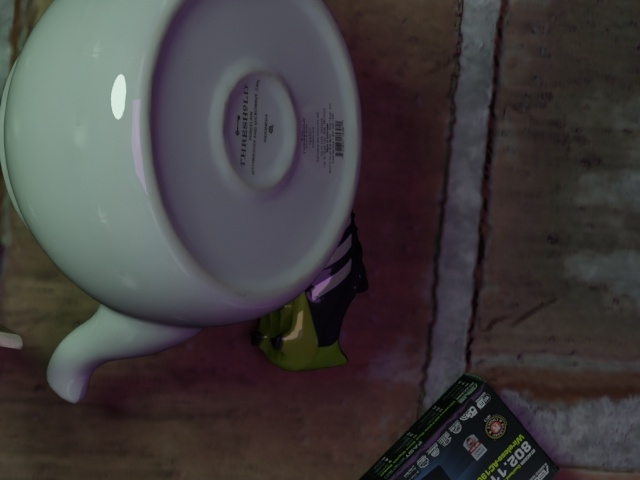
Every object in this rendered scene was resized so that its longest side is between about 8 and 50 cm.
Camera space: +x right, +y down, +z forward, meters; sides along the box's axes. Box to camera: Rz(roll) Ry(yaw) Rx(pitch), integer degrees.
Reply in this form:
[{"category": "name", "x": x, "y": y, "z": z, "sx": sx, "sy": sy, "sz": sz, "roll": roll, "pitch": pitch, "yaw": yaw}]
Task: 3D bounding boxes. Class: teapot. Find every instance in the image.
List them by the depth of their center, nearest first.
[{"category": "teapot", "x": -0.108, "y": -0.070, "z": 1.209, "sx": 0.256, "sy": 0.187, "sz": 0.252, "roll": -57, "pitch": 132, "yaw": -34}]

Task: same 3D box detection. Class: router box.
[{"category": "router box", "x": 0.095, "y": 0.168, "z": 1.377, "sx": 0.122, "sy": 0.038, "sz": 0.092, "roll": -44, "pitch": 109, "yaw": -11}]

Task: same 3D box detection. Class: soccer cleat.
[{"category": "soccer cleat", "x": 0.000, "y": 0.000, "z": 1.321, "sx": 0.072, "sy": 0.060, "sz": 0.179, "roll": 6, "pitch": 96, "yaw": -36}]

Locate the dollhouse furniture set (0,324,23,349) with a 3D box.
[{"category": "dollhouse furniture set", "x": -0.248, "y": -0.026, "z": 1.184, "sx": 0.144, "sy": 0.123, "sz": 0.151, "roll": 11, "pitch": 91, "yaw": -21}]
